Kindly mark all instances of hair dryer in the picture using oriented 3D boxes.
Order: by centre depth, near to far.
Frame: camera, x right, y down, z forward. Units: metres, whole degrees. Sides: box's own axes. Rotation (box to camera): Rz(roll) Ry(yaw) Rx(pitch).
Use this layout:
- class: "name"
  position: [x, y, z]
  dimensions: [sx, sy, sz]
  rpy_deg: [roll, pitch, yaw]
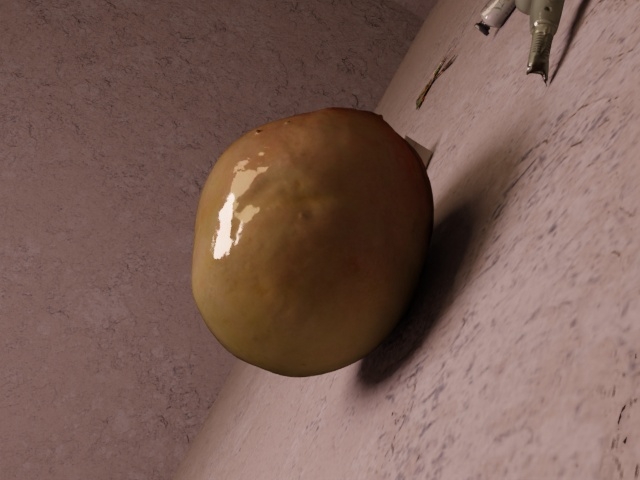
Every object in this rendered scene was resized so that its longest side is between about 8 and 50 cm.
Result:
- class: "hair dryer"
  position: [0.264, -0.292, 0.708]
  dimensions: [0.229, 0.092, 0.267]
  rpy_deg: [1, -77, -80]

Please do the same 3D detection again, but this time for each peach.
- class: "peach"
  position: [0.000, -0.001, 0.634]
  dimensions: [0.292, 0.247, 0.292]
  rpy_deg: [-43, -12, -11]

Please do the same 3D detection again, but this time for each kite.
- class: "kite"
  position: [0.288, -0.406, 1.465]
  dimensions: [0.198, 0.006, 0.244]
  rpy_deg: [-60, 5, -16]

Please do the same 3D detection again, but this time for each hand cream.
- class: "hand cream"
  position: [0.338, -0.441, 1.003]
  dimensions: [0.194, 0.042, 0.067]
  rpy_deg: [-52, 7, 26]

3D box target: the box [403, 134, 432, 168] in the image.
- class: "box"
  position: [0.103, -0.060, 0.972]
  dimensions: [0.201, 0.058, 0.141]
  rpy_deg: [-63, 7, -33]
